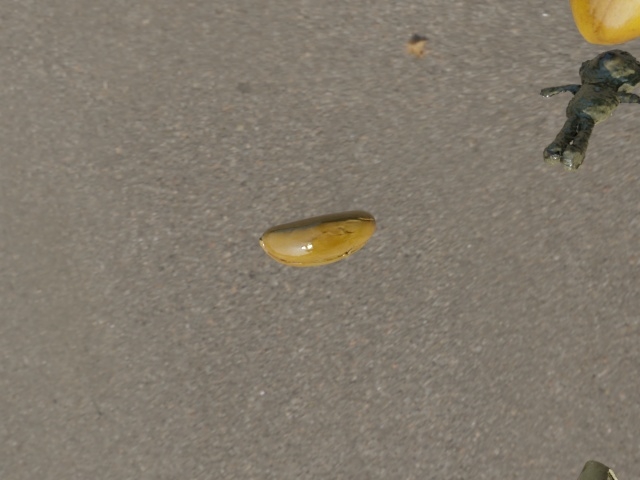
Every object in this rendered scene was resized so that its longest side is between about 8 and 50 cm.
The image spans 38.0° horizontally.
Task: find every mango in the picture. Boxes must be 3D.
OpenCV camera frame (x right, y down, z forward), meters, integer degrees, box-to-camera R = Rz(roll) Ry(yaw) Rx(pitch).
[{"bbox_3d":[0.333,-0.298,0.956,0.141,0.102,0.217,17,127,-8],"label":"mango"}]

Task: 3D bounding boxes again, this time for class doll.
[{"bbox_3d":[0.451,-0.229,1.575,0.203,0.286,0.091,38,157,52],"label":"doll"}]

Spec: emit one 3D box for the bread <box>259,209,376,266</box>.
[{"bbox_3d":[0.000,0.000,1.480,0.189,0.114,0.077,-14,86,-9],"label":"bread"}]

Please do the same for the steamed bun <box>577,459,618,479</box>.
[{"bbox_3d":[0.524,0.569,1.757,0.110,0.231,0.212,-14,124,36],"label":"steamed bun"}]
